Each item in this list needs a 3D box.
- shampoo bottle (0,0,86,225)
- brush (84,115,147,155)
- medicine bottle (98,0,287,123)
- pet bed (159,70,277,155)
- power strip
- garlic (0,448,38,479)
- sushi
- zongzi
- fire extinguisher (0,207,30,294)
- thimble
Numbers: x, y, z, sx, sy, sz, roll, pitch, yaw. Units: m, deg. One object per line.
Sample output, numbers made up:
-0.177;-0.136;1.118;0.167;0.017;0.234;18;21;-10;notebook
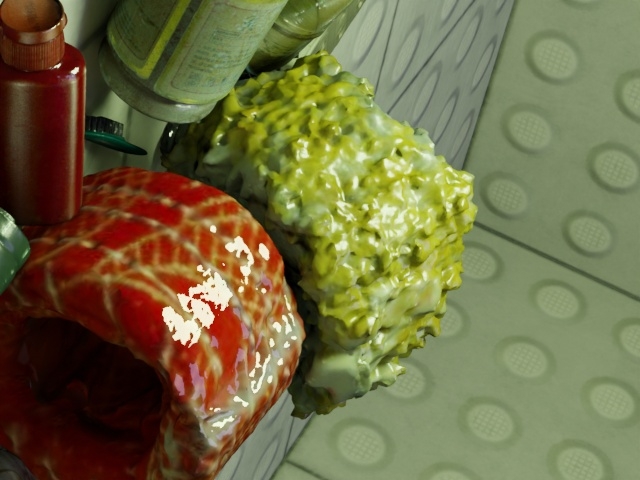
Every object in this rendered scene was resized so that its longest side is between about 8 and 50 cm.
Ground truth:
-0.274;-0.121;1.593;0.260;0.102;0.064;101;-10;-49;shampoo bottle
-0.233;-0.120;1.913;0.193;0.043;0.032;11;88;-79;brush
-0.103;-0.275;1.712;0.322;0.151;0.151;-53;178;39;medicine bottle
-0.109;-0.127;2.196;0.183;0.159;0.211;-38;162;-7;pet bed
-0.002;-0.317;2.429;0.256;0.070;0.105;-57;166;-26;power strip
-0.399;0.374;1.915;0.253;0.245;0.245;-31;-177;25;garlic
0.000;0.000;1.918;0.240;0.351;0.396;-32;156;-24;sushi
-0.029;-0.277;1.973;0.274;0.125;0.251;-22;-173;17;zongzi
-0.384;0.105;1.553;0.095;0.114;0.311;-15;-144;54;fire extinguisher
-0.201;0.109;1.773;0.230;0.350;0.350;-47;159;-42;thimble
